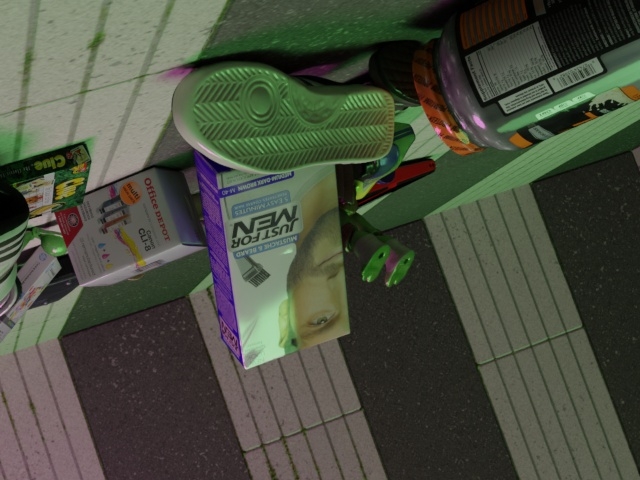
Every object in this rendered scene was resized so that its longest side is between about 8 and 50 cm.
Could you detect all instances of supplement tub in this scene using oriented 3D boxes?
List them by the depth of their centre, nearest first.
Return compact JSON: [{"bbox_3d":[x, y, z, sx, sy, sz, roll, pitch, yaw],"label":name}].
[{"bbox_3d":[0.282,-0.229,1.572,0.316,0.193,0.193,-22,174,30],"label":"supplement tub"}]

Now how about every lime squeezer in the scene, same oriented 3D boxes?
[{"bbox_3d":[-0.427,0.027,2.035,0.310,0.110,0.059,-21,158,-35],"label":"lime squeezer"}]

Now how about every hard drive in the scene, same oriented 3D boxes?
[{"bbox_3d":[-0.545,0.091,2.473,0.172,0.054,0.254,-17,174,-27],"label":"hard drive"}]

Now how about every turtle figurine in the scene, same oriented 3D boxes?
[{"bbox_3d":[0.000,0.000,2.161,0.274,0.266,0.198,-42,150,-17],"label":"turtle figurine"}]

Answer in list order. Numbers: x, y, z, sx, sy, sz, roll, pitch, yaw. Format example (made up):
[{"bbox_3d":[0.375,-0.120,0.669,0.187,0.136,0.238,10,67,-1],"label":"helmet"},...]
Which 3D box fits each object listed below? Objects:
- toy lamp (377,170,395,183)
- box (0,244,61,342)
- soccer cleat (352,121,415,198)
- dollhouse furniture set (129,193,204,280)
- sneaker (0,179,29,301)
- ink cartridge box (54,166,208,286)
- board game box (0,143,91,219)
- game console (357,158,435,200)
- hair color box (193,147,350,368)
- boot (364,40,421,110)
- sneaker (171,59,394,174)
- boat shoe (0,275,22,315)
[{"bbox_3d":[0.027,-0.095,2.551,0.274,0.080,0.080,-24,173,42],"label":"toy lamp"},{"bbox_3d":[-0.524,0.100,2.257,0.186,0.038,0.145,-54,-179,-12],"label":"box"},{"bbox_3d":[0.095,-0.140,2.295,0.121,0.093,0.289,-25,176,-13],"label":"soccer cleat"},{"bbox_3d":[-0.289,0.005,2.297,0.161,0.101,0.182,-17,173,-29],"label":"dollhouse furniture set"},{"bbox_3d":[-0.541,0.011,1.470,0.447,0.169,0.257,-17,160,-32],"label":"sneaker"},{"bbox_3d":[-0.281,-0.020,1.961,0.176,0.128,0.127,-22,174,12],"label":"ink cartridge box"},{"bbox_3d":[-0.374,-0.067,1.714,0.136,0.030,0.259,-21,175,-15],"label":"board game box"},{"bbox_3d":[0.020,-0.080,2.853,0.342,0.060,0.386,-22,178,-44],"label":"game console"},{"bbox_3d":[-0.068,0.006,1.945,0.185,0.339,0.110,-18,-146,-19],"label":"hair color box"},{"bbox_3d":[0.087,-0.202,1.771,0.161,0.083,0.246,-16,175,29],"label":"boot"},{"bbox_3d":[-0.068,-0.146,1.583,0.148,0.131,0.350,9,-176,42],"label":"sneaker"},{"bbox_3d":[-0.595,0.095,2.126,0.302,0.114,0.091,-9,179,26],"label":"boat shoe"}]
